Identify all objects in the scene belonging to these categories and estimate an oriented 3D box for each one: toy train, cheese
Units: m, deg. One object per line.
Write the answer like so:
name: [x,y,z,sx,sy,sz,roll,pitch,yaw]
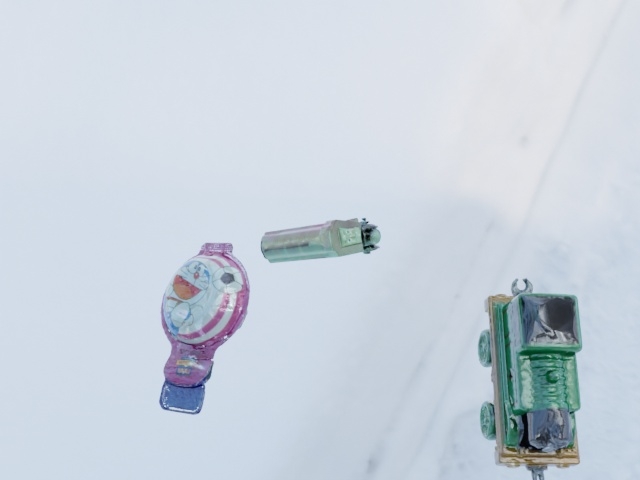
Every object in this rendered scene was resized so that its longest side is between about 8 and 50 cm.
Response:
toy train: [0.226,0.141,0.985,0.091,0.136,0.228,3,68,-5]
cheese: [-0.170,0.117,1.293,0.155,0.062,0.244,2,72,33]
toy train: [0.000,0.000,0.946,0.148,0.071,0.038,-8,89,57]
